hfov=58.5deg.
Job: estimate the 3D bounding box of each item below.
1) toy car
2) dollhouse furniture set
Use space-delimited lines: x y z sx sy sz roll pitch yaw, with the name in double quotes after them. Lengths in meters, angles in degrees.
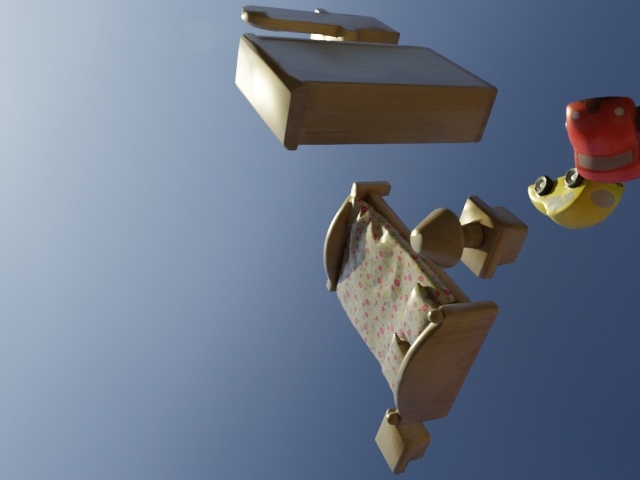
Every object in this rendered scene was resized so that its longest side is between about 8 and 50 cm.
0.317 -0.045 0.520 0.224 0.239 0.053 11 -102 13 "toy car"
0.000 0.000 0.539 0.303 0.173 0.356 -123 -143 -47 "dollhouse furniture set"
